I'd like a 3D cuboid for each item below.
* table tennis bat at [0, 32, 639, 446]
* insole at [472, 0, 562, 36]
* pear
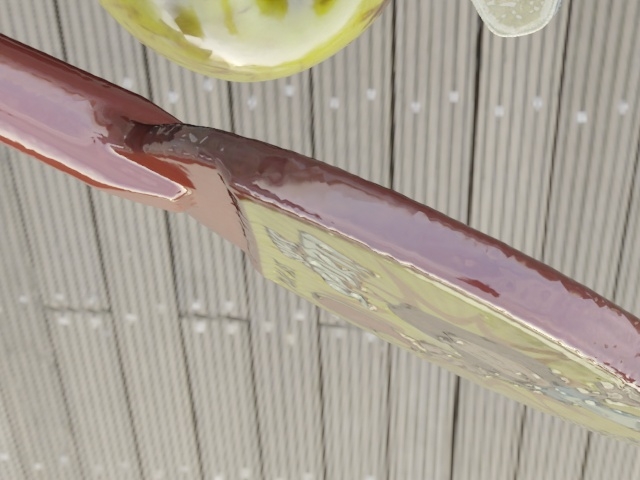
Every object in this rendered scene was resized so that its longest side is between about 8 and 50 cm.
[{"bbox_3d":[0.000,0.000,0.666,0.415,0.051,0.268,26,171,5],"label":"table tennis bat"},{"bbox_3d":[0.119,-0.257,0.919,0.081,0.011,0.248,-6,109,18],"label":"insole"},{"bbox_3d":[-0.060,-0.252,1.023,0.284,0.283,0.283,4,134,4],"label":"pear"}]
